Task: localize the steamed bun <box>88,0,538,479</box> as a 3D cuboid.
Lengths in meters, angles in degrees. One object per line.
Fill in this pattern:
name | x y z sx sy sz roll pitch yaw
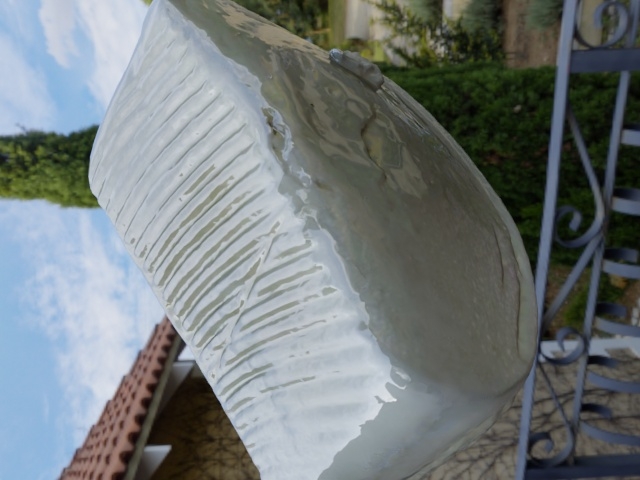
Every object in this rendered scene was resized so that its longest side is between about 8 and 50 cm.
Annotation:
steamed bun | 0.001 -0.003 0.476 0.384 0.236 0.247 54 132 21
